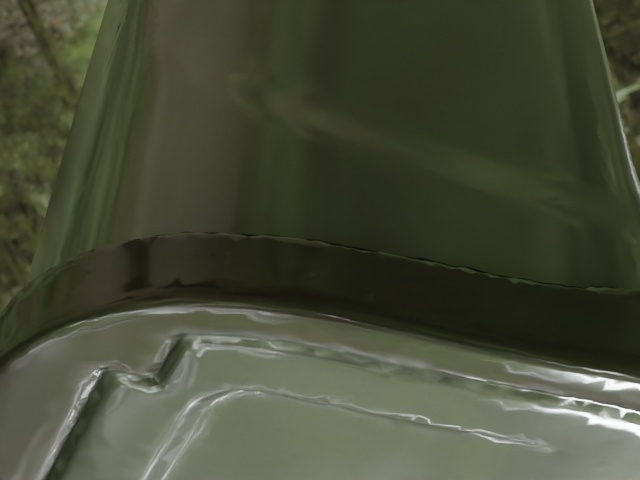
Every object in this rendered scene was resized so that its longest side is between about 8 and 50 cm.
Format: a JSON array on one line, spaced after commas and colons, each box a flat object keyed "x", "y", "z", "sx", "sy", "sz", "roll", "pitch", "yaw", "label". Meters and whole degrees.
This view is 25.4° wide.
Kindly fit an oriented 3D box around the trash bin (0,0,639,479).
[{"x": 0.000, "y": 0.000, "z": 0.486, "sx": 0.220, "sy": 0.219, "sz": 0.250, "roll": 125, "pitch": -24, "yaw": -43, "label": "trash bin"}]
